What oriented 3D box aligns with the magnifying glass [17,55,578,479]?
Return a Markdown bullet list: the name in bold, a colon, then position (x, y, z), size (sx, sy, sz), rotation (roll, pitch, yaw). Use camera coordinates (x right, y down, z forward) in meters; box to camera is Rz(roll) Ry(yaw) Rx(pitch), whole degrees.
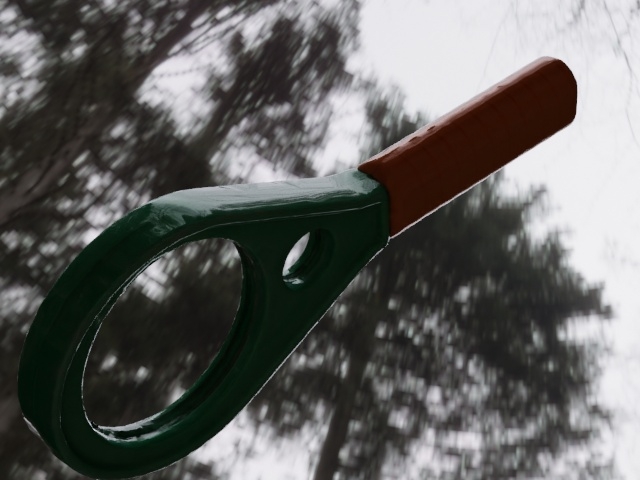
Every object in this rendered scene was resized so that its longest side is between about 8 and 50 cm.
- **magnifying glass**: position (0.000, 0.000, 0.639), size (0.026, 0.231, 0.092), rotation (32, -38, 35)
